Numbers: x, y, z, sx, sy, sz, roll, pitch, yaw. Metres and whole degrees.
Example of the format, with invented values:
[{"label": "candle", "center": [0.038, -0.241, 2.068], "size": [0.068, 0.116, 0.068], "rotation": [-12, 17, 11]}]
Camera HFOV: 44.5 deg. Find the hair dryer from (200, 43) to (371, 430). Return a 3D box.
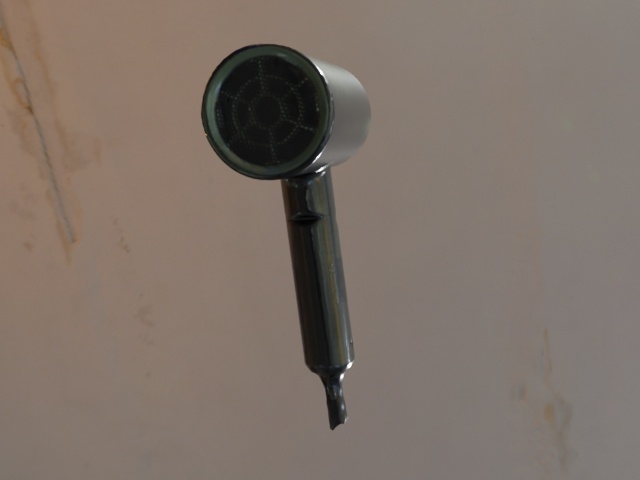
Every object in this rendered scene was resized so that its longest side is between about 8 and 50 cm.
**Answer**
[{"label": "hair dryer", "center": [0.000, 0.000, 0.536], "size": [0.078, 0.195, 0.248], "rotation": [-4, -83, 14]}]
